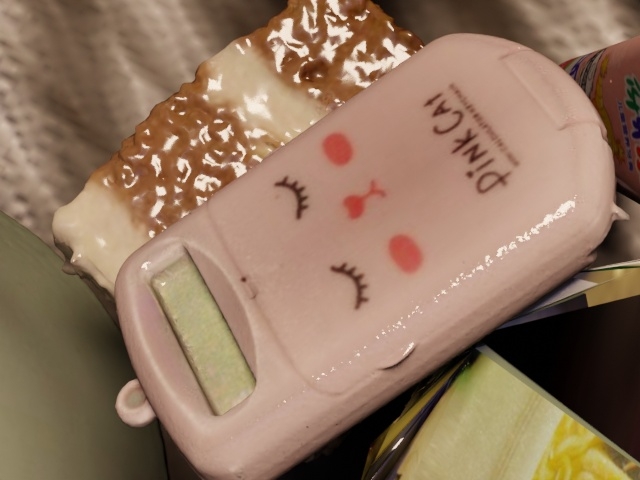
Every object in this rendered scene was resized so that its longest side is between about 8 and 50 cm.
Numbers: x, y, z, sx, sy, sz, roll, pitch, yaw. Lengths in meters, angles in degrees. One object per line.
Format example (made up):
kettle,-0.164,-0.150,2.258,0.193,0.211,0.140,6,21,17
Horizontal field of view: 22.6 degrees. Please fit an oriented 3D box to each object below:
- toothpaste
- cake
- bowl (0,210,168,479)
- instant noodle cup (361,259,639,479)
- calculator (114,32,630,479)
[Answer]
toothpaste,0.105,-0.041,0.561,0.042,0.194,0.067,-11,96,0
cake,0.000,0.000,0.597,0.134,0.135,0.147,40,85,12
bowl,-0.211,0.105,0.601,0.289,0.146,0.289,-1,83,7
instant noodle cup,0.123,0.124,0.549,0.240,0.178,0.240,-1,83,6
calculator,0.009,0.005,0.494,0.175,0.032,0.100,-35,47,3
